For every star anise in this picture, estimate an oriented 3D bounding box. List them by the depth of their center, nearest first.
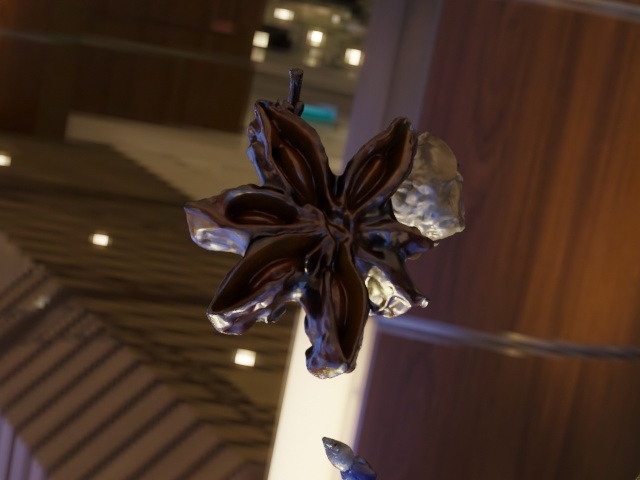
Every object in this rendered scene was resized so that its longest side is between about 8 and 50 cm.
[{"bbox_3d":[0.000,0.000,1.302,0.190,0.220,0.126,31,157,11],"label":"star anise"}]

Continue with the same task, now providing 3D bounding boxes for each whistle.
[{"bbox_3d":[0.028,0.196,1.425,0.083,0.029,0.033,52,177,-21],"label":"whistle"}]

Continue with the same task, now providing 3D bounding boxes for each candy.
[{"bbox_3d":[0.074,-0.035,1.430,0.110,0.095,0.085,-18,-138,19],"label":"candy"}]

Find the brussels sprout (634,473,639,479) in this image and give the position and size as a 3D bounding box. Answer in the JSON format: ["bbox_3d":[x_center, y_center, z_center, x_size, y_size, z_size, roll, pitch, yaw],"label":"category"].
[{"bbox_3d":[0.346,0.239,1.378,0.223,0.223,0.161,1,-143,-40],"label":"brussels sprout"}]
